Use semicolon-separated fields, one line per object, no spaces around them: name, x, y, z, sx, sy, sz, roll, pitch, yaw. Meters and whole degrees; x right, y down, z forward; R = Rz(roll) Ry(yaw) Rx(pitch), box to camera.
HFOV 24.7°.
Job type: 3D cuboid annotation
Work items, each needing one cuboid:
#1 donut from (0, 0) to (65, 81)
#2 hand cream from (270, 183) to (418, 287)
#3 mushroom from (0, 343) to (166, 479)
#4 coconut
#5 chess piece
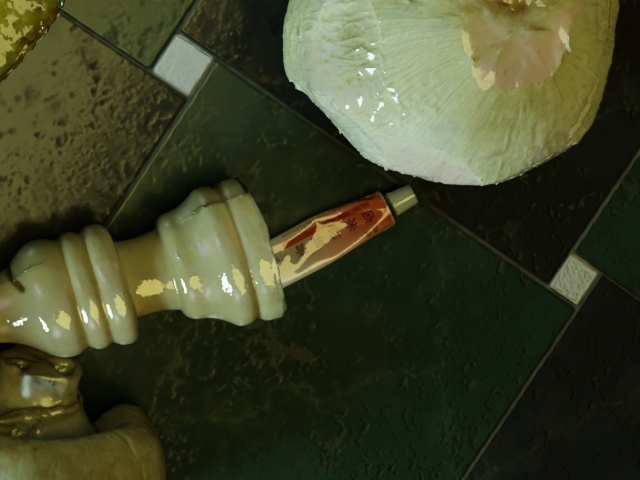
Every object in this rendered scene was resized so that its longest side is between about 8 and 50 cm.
donut;-0.348;-0.233;1.241;0.272;0.107;0.272;-4;104;-18
hand cream;-0.001;-0.001;1.469;0.216;0.038;0.052;-28;84;-7
mushroom;-0.258;0.209;1.347;0.253;0.189;0.195;4;105;-22
coconut;0.126;-0.190;1.342;0.297;0.254;0.297;-6;106;-20
chess piece;-0.200;0.045;1.358;0.307;0.124;0.139;-16;93;-12
